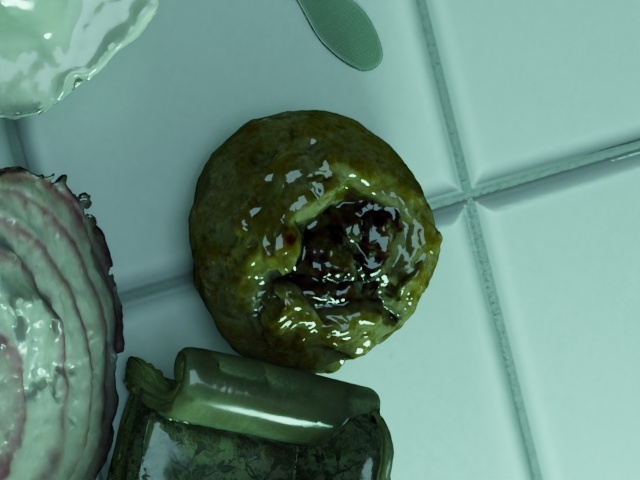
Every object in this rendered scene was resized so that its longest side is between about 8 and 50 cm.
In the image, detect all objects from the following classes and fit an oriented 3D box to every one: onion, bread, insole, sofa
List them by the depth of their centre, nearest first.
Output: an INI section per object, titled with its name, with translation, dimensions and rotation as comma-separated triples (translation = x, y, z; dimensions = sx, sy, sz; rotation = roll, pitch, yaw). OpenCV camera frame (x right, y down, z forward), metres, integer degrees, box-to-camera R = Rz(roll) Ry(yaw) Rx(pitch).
[onion]
translation = -0.270, 0.098, 1.188
dimensions = 0.280, 0.146, 0.314
rotation = -28, 115, -61
[sofa]
translation = -0.070, 0.225, 1.248
dimensions = 0.200, 0.182, 0.258
rotation = 16, 83, -21
[bread]
translation = 0.000, 0.000, 1.316
dimensions = 0.230, 0.123, 0.230
rotation = 2, 86, -24
[insole]
translation = 0.005, -0.216, 1.383
dimensions = 0.053, 0.002, 0.152
rotation = -40, 104, -18

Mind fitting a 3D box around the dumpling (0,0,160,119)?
[dumpling]
translation = -0.310, -0.247, 1.164
dimensions = 0.260, 0.181, 0.341
rotation = -52, 130, -6
